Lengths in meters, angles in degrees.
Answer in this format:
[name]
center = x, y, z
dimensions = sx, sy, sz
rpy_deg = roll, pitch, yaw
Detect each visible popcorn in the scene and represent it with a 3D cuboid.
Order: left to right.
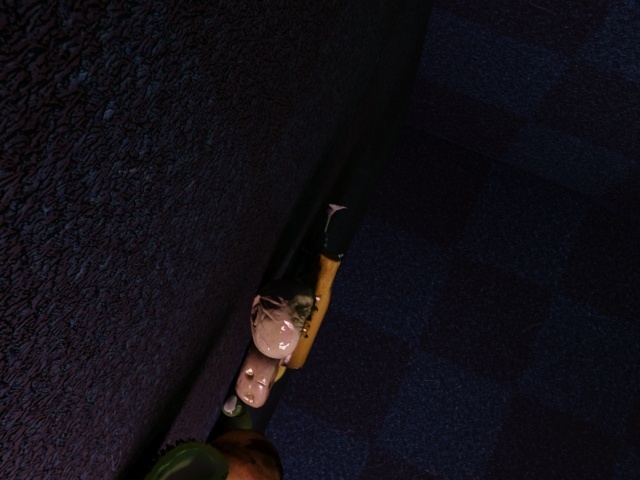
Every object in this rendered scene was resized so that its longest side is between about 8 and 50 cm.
[popcorn]
center = -0.083, 0.216, 1.916
dimensions = 0.197, 0.156, 0.197
rpy_deg = 11, 90, -84

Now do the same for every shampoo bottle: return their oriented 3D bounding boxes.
[shampoo bottle]
center = -0.273, 0.524, 1.869
dimensions = 0.204, 0.065, 0.065
rpy_deg = 89, 26, -72

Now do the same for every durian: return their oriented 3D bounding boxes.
[durian]
center = -0.319, 0.545, 1.190
dimensions = 0.355, 0.170, 0.157
rpy_deg = -60, 173, -47

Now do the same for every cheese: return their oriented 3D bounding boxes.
[cheese]
center = -0.189, 0.412, 1.869
dimensions = 0.235, 0.117, 0.218
rpy_deg = 96, 17, -70

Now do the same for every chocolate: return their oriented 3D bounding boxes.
[chocolate]
center = -0.061, 0.235, 2.072
dimensions = 0.445, 0.162, 0.162
rpy_deg = -67, 173, 18

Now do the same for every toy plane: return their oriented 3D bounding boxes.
[toy plane]
center = -0.009, -0.003, 2.101
dimensions = 0.182, 0.107, 0.273
rpy_deg = -8, 110, -31

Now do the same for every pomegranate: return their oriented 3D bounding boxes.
[pomegranate]
center = -0.262, 0.754, 1.856
dimensions = 0.322, 0.322, 0.322
rpy_deg = 24, 90, -83

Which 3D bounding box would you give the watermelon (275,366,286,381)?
[watermelon]
center = -0.202, 0.532, 2.510
dimensions = 0.092, 0.075, 0.181
rpy_deg = 7, 112, -36

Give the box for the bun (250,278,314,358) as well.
[bun]
center = -0.114, 0.196, 1.620
dimensions = 0.244, 0.153, 0.243
rpy_deg = -155, -90, -83

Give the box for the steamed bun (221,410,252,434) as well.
[steamed bun]
center = -0.287, 0.650, 2.041
dimensions = 0.130, 0.091, 0.112
rpy_deg = -67, 171, 12
